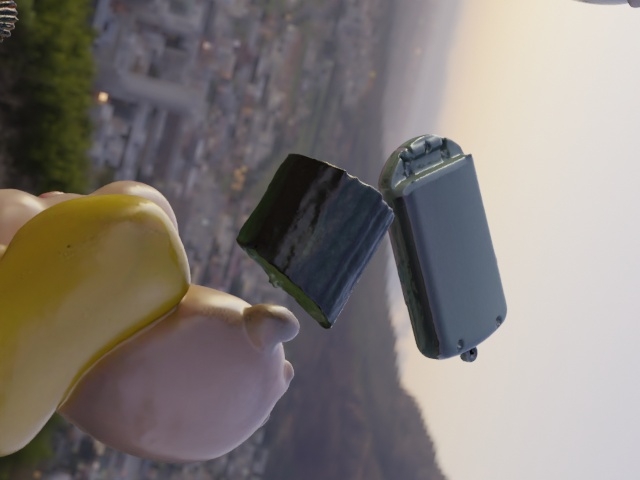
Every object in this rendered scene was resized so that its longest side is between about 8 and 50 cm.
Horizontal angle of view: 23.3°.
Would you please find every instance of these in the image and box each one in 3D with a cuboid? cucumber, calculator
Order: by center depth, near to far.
[{"bbox_3d":[0.000,0.000,1.317,0.115,0.116,0.062,-60,-153,-12],"label":"cucumber"},{"bbox_3d":[0.130,0.011,1.615,0.141,0.045,0.246,-27,106,-47],"label":"calculator"}]

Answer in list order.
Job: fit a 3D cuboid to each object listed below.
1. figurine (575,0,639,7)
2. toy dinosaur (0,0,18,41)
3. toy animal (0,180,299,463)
[{"bbox_3d":[0.178,-0.335,1.300,0.394,0.274,0.227,41,27,-55],"label":"figurine"},{"bbox_3d":[-0.350,-0.222,1.559,0.106,0.187,0.044,-33,-179,-33],"label":"toy dinosaur"},{"bbox_3d":[-0.192,0.040,1.416,0.247,0.345,0.278,-109,-148,-53],"label":"toy animal"}]
